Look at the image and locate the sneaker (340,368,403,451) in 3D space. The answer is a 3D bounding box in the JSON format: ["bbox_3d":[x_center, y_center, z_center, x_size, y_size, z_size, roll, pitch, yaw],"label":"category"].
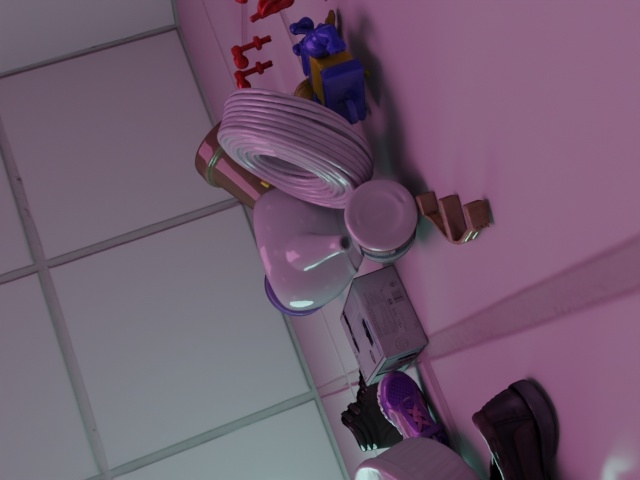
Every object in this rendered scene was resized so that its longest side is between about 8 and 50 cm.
[{"bbox_3d":[0.104,0.358,1.668,0.104,0.146,0.296,118,133,-78],"label":"sneaker"}]

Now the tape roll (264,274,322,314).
[{"bbox_3d":[-0.057,0.110,1.925,0.080,0.189,0.189,129,121,-77],"label":"tape roll"}]

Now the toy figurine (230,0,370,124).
[{"bbox_3d":[-0.010,-0.232,1.120,0.217,0.191,0.363,58,165,33],"label":"toy figurine"}]

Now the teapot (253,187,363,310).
[{"bbox_3d":[0.000,0.000,1.307,0.252,0.187,0.256,63,-166,-50],"label":"teapot"}]

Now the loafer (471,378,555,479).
[{"bbox_3d":[0.255,0.316,0.956,0.109,0.095,0.303,-126,20,-56],"label":"loafer"}]

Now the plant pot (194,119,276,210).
[{"bbox_3d":[-0.168,-0.195,1.905,0.229,0.263,0.263,48,162,18],"label":"plant pot"}]

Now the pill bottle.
[{"bbox_3d":[0.096,-0.022,1.104,0.180,0.108,0.108,61,-173,-78],"label":"pill bottle"}]

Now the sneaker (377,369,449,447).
[{"bbox_3d":[0.195,0.366,1.394,0.236,0.095,0.104,66,163,0],"label":"sneaker"}]

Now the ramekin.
[{"bbox_3d":[0.196,0.478,1.272,0.273,0.127,0.273,36,145,32],"label":"ramekin"}]

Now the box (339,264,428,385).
[{"bbox_3d":[0.119,0.181,1.432,0.290,0.087,0.169,100,149,-70],"label":"box"}]

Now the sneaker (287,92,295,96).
[{"bbox_3d":[-0.053,-0.263,1.611,0.061,0.053,0.152,166,85,-77],"label":"sneaker"}]

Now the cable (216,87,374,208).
[{"bbox_3d":[-0.040,-0.141,1.116,0.257,0.257,0.089,95,-164,-78],"label":"cable"}]

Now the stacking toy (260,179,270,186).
[{"bbox_3d":[-0.049,-0.097,1.657,0.167,0.052,0.221,37,178,-18],"label":"stacking toy"}]

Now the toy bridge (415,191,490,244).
[{"bbox_3d":[0.175,-0.028,0.939,0.188,0.026,0.063,-151,41,-76],"label":"toy bridge"}]
